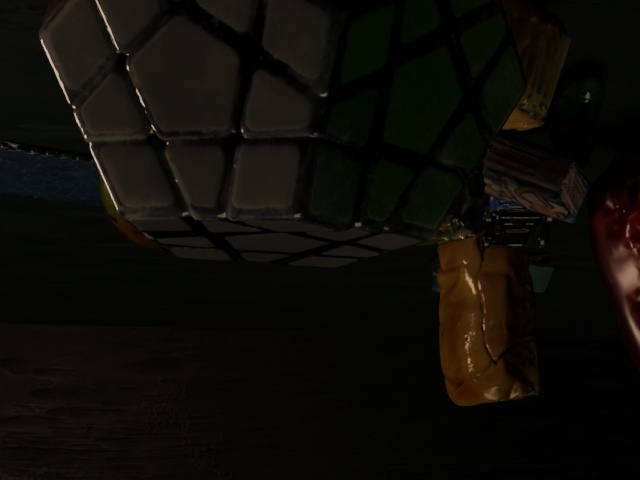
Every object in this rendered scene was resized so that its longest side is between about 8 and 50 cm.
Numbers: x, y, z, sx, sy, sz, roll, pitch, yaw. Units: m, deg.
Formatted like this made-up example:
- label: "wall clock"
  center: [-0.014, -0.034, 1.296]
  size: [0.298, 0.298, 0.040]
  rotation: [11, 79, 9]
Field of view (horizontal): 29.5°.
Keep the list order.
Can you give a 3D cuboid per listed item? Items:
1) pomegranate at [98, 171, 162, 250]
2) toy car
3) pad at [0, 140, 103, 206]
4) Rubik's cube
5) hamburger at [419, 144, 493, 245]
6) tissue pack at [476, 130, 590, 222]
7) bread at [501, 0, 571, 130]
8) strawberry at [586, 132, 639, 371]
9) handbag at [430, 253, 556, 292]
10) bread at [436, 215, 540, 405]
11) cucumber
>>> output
- label: "pomegranate"
  center: [-0.170, -0.075, 1.427]
  size: [0.159, 0.159, 0.205]
  rotation: [-6, -168, 32]
- label: "toy car"
  center: [0.284, -0.038, 1.751]
  size: [0.103, 0.063, 0.216]
  rotation: [0, 163, 5]
- label: "pad"
  center: [-0.366, -0.087, 1.694]
  size: [0.269, 0.012, 0.269]
  rotation: [7, 167, -30]
- label: "Rubik's cube"
  center: [-0.026, -0.126, 0.793]
  size: [0.319, 0.319, 0.264]
  rotation: [4, 142, -12]
- label: "hamburger"
  center: [0.057, -0.088, 1.231]
  size: [0.192, 0.168, 0.288]
  rotation: [-9, 166, 32]
- label: "tissue pack"
  center: [0.222, -0.080, 1.397]
  size: [0.155, 0.065, 0.115]
  rotation: [24, 178, 25]
- label: "bread"
  center: [0.114, -0.161, 1.015]
  size: [0.190, 0.114, 0.132]
  rotation: [19, 170, -34]
- label: "strawberry"
  center: [0.469, 0.038, 1.384]
  size: [0.317, 0.345, 0.295]
  rotation: [-3, 167, 20]
- label: "handbag"
  center: [0.320, 0.057, 2.262]
  size: [0.221, 0.057, 0.144]
  rotation: [2, 165, -2]
- label: "bread"
  center: [0.263, 0.111, 1.921]
  size: [0.132, 0.294, 0.167]
  rotation: [-2, 173, -13]
- label: "cucumber"
  center: [0.278, -0.127, 1.327]
  size: [0.056, 0.056, 0.284]
  rotation: [-1, 166, 8]
